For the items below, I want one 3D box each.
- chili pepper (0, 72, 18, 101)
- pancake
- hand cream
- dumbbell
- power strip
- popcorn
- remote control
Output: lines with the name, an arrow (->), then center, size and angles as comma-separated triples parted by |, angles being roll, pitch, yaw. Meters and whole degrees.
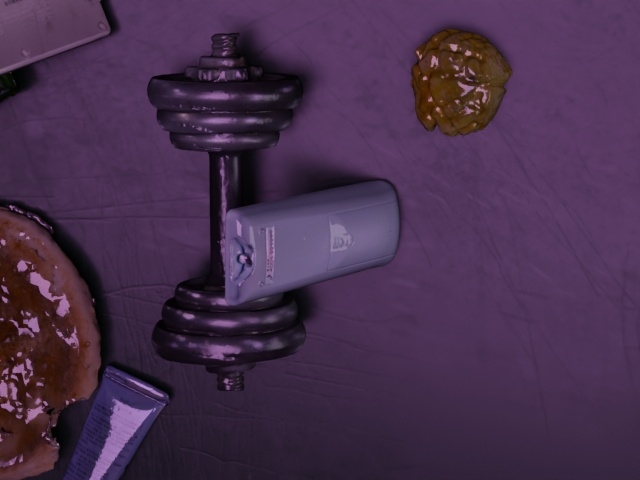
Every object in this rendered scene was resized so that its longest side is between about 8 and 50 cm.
chili pepper -> -0.520, -0.257, 1.837 | 0.385, 0.167, 0.213 | 46, 66, -17
pancake -> -0.438, 0.127, 1.965 | 0.382, 0.071, 0.382 | 1, 100, 6
hand cream -> -0.271, 0.279, 1.986 | 0.088, 0.055, 0.256 | 27, 99, 8
dumbbell -> -0.105, -0.029, 1.850 | 0.179, 0.179, 0.406 | 1, 100, 5
power strip -> -0.394, -0.220, 1.795 | 0.367, 0.043, 0.106 | -26, 98, -35
popcorn -> 0.156, -0.179, 1.840 | 0.106, 0.116, 0.120 | -35, 102, -33
remote control -> -0.001, 0.000, 1.804 | 0.051, 0.293, 0.103 | 9, 103, 37
